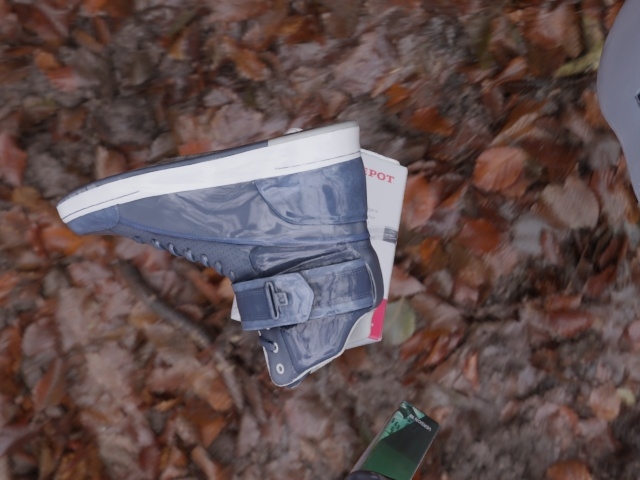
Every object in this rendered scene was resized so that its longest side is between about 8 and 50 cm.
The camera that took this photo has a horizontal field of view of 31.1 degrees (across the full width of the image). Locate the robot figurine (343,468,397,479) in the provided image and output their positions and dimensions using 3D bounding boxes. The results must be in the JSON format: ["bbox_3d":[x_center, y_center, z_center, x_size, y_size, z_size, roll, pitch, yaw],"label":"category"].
[{"bbox_3d":[0.080,0.295,0.861,0.174,0.278,0.209,12,81,29],"label":"robot figurine"}]

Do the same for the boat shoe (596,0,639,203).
[{"bbox_3d":[0.350,-0.115,1.002,0.156,0.367,0.136,25,122,-13],"label":"boat shoe"}]

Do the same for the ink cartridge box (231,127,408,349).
[{"bbox_3d":[0.000,0.000,0.927,0.109,0.063,0.150,17,71,-21],"label":"ink cartridge box"}]

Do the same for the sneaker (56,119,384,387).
[{"bbox_3d":[-0.066,0.020,0.761,0.226,0.086,0.163,-8,100,26],"label":"sneaker"}]

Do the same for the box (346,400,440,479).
[{"bbox_3d":[0.002,0.346,1.228,0.058,0.322,0.232,33,135,5],"label":"box"}]
